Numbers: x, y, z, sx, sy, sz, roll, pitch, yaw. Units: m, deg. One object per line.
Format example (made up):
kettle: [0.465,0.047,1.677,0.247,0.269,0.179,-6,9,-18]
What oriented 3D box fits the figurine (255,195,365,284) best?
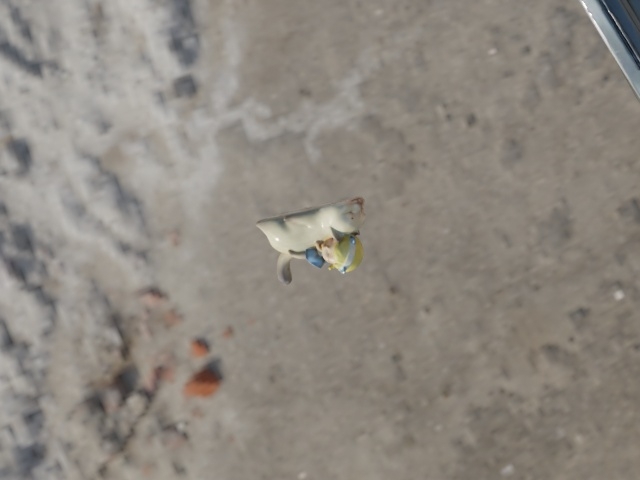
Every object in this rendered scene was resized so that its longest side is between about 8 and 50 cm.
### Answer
figurine: [0.000,0.000,1.241,0.083,0.047,0.050,-10,101,42]

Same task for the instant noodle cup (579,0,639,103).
instant noodle cup: [0.219,-0.206,1.082,0.182,0.302,0.258,-31,58,11]
